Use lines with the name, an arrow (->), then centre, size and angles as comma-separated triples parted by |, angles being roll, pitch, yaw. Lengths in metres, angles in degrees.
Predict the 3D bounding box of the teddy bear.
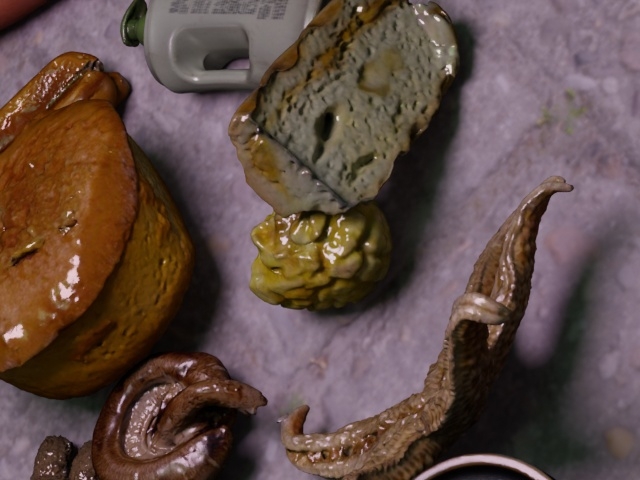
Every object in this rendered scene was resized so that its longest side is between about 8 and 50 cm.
teddy bear -> -0.221, 0.238, 1.537 | 0.119, 0.078, 0.160 | -5, 70, 27

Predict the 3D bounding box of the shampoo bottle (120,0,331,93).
shampoo bottle -> -0.078, -0.183, 1.592 | 0.234, 0.087, 0.118 | 5, 79, 34

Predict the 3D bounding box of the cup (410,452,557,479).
cup -> 0.125, 0.276, 1.243 | 0.166, 0.177, 0.239 | 25, 87, 35

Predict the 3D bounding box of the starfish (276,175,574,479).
starfish -> 0.074, 0.104, 1.328 | 0.327, 0.094, 0.375 | -45, 7, 40

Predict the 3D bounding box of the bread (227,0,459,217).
bread -> 0.021, -0.111, 1.452 | 0.232, 0.128, 0.088 | -52, 5, -36

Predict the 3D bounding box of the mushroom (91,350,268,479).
mushroom -> -0.112, 0.150, 1.491 | 0.170, 0.080, 0.135 | -21, 58, 38

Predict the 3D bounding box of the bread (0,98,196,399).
bread -> -0.224, 0.016, 1.551 | 0.268, 0.145, 0.268 | -28, 42, 29

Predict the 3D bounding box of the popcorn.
popcorn -> 0.000, 0.000, 1.465 | 0.121, 0.116, 0.106 | 126, 152, -59

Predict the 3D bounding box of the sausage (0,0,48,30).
sausage -> -0.302, -0.269, 1.753 | 0.259, 0.113, 0.114 | -28, 60, 23

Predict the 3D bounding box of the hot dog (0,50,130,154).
hot dog -> -0.280, -0.074, 1.693 | 0.249, 0.068, 0.100 | -41, 45, 11
